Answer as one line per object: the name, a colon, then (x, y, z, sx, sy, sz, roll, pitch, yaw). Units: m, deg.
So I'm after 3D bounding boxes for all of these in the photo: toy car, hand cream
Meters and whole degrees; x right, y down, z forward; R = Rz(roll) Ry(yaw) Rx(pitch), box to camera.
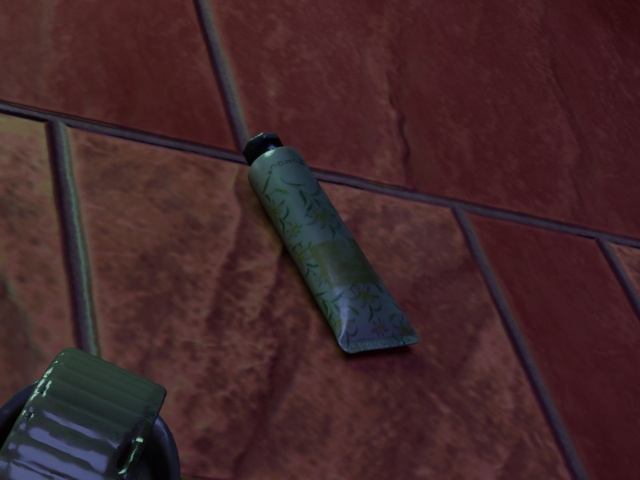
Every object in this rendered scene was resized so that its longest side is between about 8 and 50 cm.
toy car: (-0.116, 0.136, 0.581, 0.145, 0.235, 0.235, 25, 32, -4)
hand cream: (0.000, 0.000, 1.024, 0.067, 0.042, 0.194, -1, 46, -40)
